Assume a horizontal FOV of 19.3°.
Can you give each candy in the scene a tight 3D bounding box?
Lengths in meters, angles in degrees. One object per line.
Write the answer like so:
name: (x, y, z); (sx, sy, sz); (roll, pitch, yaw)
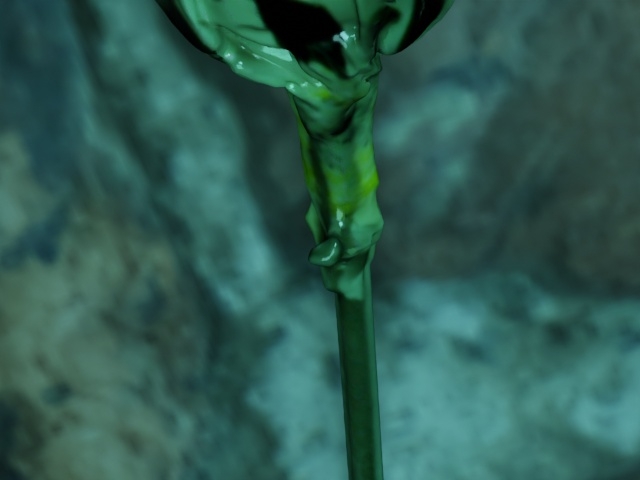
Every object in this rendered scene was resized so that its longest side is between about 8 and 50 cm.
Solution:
candy: (0.000, 0.000, 0.527); (0.091, 0.083, 0.305); (-2, 123, 3)
